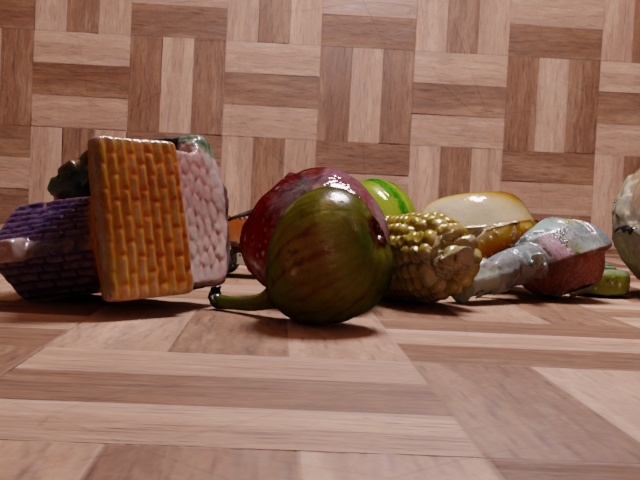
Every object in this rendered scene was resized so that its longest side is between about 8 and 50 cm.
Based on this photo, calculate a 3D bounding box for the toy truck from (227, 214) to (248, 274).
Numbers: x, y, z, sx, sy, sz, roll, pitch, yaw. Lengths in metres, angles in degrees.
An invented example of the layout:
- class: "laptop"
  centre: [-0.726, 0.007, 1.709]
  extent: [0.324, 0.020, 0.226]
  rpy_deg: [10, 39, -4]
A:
- class: "toy truck"
  centre: [-0.141, -0.007, 1.736]
  extent: [0.270, 0.135, 0.114]
  rpy_deg: [3, 2, 4]

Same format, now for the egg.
- class: "egg"
  centre: [0.633, -0.025, 1.724]
  extent: [0.279, 0.279, 0.310]
  rpy_deg: [2, 28, -10]

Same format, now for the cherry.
- class: "cherry"
  centre: [0.000, 0.000, 1.357]
  extent: [0.192, 0.175, 0.250]
  rpy_deg: [-26, 26, -27]

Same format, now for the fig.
- class: "fig"
  centre: [-0.039, 0.048, 1.161]
  extent: [0.259, 0.151, 0.151]
  rpy_deg: [-30, -13, 26]

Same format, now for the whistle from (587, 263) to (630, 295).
- class: "whistle"
  centre: [0.461, 0.061, 1.743]
  extent: [0.104, 0.057, 0.198]
  rpy_deg: [3, 4, -9]

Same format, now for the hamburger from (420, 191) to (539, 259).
- class: "hamburger"
  centre: [0.265, -0.001, 1.732]
  extent: [0.237, 0.147, 0.237]
  rpy_deg: [-7, -14, -2]

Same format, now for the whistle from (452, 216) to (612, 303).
- class: "whistle"
  centre: [0.331, 0.040, 1.562]
  extent: [0.346, 0.133, 0.142]
  rpy_deg: [-12, 15, -40]

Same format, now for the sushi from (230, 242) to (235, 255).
- class: "sushi"
  centre: [-0.271, -0.008, 1.485]
  extent: [0.287, 0.149, 0.140]
  rpy_deg: [8, 3, -39]

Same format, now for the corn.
- class: "corn"
  centre: [0.112, 0.023, 1.472]
  extent: [0.130, 0.130, 0.347]
  rpy_deg: [1, 0, -27]

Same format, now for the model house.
- class: "model house"
  centre: [-0.261, -0.030, 1.224]
  extent: [0.237, 0.202, 0.237]
  rpy_deg: [-2, 0, 15]

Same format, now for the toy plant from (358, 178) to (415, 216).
- class: "toy plant"
  centre: [0.038, -0.009, 2.038]
  extent: [0.316, 0.184, 0.224]
  rpy_deg: [-20, 12, -38]
